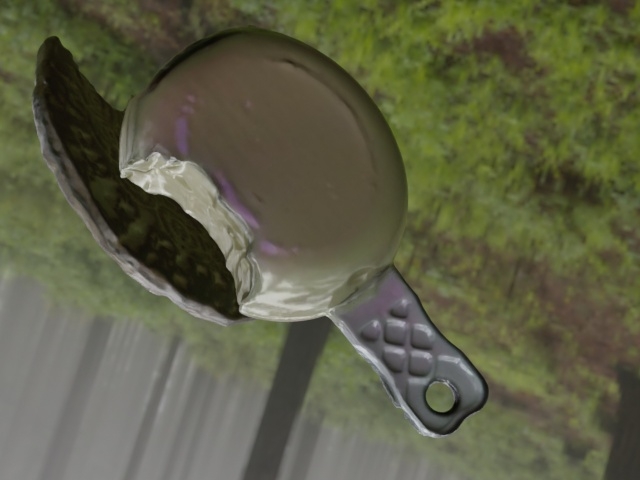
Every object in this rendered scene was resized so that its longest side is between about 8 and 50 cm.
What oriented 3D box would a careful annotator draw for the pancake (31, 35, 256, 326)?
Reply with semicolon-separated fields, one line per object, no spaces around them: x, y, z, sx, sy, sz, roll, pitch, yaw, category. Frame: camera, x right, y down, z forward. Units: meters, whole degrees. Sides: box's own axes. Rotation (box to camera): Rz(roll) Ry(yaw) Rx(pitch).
-0.124;-0.053;1.047;0.286;0.033;0.288;47;-157;-19;pancake

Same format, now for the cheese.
0.000;0.000;0.806;0.286;0.163;0.082;55;160;9;cheese
